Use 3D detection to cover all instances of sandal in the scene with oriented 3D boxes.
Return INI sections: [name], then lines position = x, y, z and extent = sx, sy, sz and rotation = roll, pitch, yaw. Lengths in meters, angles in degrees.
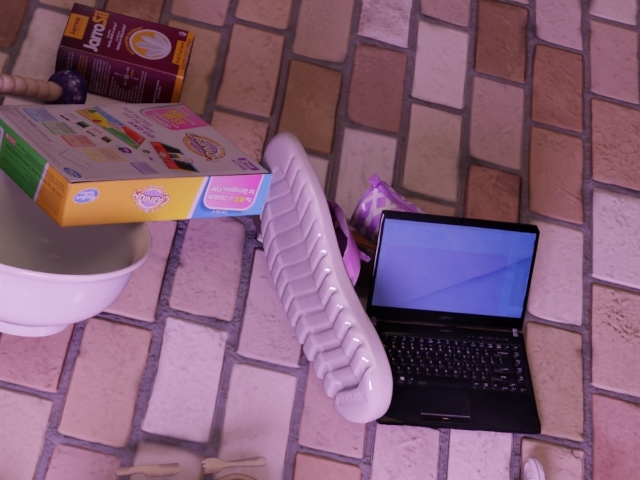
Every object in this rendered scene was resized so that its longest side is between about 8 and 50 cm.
[sandal]
position = 0.016, 0.049, 2.084
extent = 0.102, 0.169, 0.416
rotation = -7, 68, -31

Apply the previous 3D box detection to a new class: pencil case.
[pencil case]
position = 0.141, -0.003, 2.210
extent = 0.206, 0.088, 0.086
rotation = 33, 47, 12

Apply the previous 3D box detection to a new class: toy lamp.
[toy lamp]
position = -0.428, -0.213, 2.126
extent = 0.080, 0.080, 0.274
rotation = 47, 22, 22

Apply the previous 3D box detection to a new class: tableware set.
[tableware set]
position = -0.154, 0.331, 1.872
extent = 0.194, 0.039, 0.128
rotation = -2, 64, -12

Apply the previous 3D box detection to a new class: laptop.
[laptop]
position = 0.189, 0.111, 2.096
extent = 0.234, 0.137, 0.264
rotation = 5, 50, -12

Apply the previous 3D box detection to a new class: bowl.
[bowl]
position = -0.371, 0.029, 1.962
extent = 0.297, 0.134, 0.298
rotation = 13, 24, -6

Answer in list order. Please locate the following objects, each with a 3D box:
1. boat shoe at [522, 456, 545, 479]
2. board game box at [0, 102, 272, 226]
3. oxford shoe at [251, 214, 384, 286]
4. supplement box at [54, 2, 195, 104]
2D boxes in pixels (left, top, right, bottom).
[boat shoe]
position = 0.270, 0.325, 2.012
extent = 0.035, 0.035, 0.100
rotation = 9, 56, -14
[board game box]
position = -0.261, -0.108, 2.087
extent = 0.316, 0.064, 0.242
rotation = -4, 31, -38
[oxford shoe]
position = 0.000, 0.000, 2.190
extent = 0.212, 0.076, 0.076
rotation = 29, 19, 11
[supplement box]
position = -0.291, -0.271, 2.303
extent = 0.188, 0.081, 0.104
rotation = 14, 49, -6
